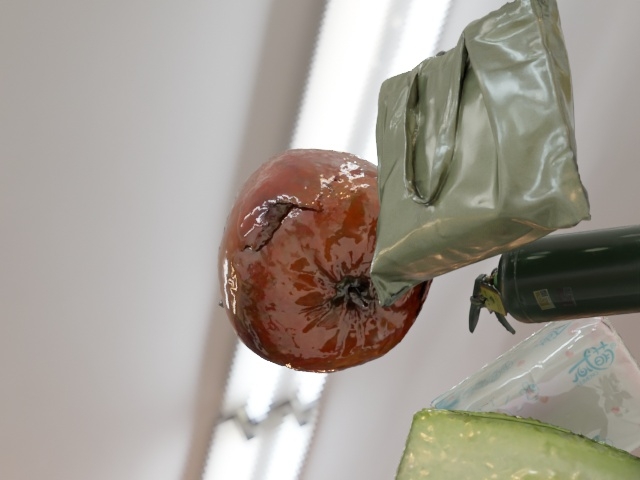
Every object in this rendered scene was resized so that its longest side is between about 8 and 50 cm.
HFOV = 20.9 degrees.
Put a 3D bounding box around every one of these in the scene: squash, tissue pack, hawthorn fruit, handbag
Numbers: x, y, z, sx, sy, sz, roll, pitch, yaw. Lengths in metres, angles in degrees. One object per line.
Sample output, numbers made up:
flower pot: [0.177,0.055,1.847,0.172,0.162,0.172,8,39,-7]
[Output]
squash: [0.225,0.289,1.474,0.309,0.234,0.210,5,-31,27]
tissue pack: [0.312,0.234,2.337,0.271,0.124,0.201,-35,-72,6]
hawthorn fruit: [0.000,0.000,2.105,0.276,0.307,0.276,-4,-59,-7]
handbag: [0.147,-0.092,1.738,0.109,0.253,0.316,11,-22,-29]

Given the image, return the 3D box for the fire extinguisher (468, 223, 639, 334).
fire extinguisher: [0.289,0.042,1.858,0.311,0.114,0.095,-6,23,31]

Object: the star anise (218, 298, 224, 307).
star anise: [-0.036,0.094,2.454,0.197,0.073,0.212,9,1,4]
